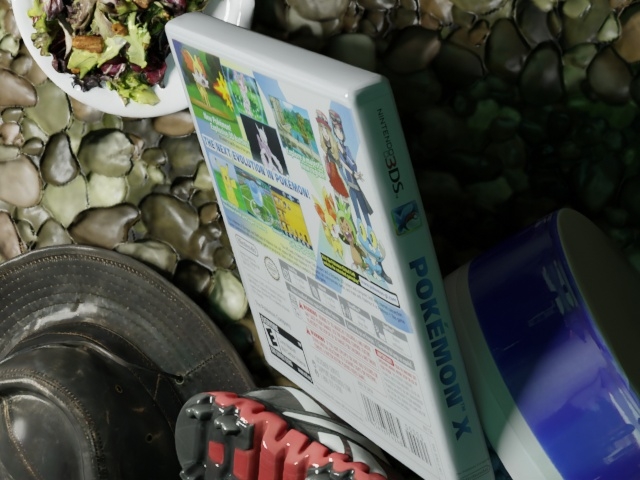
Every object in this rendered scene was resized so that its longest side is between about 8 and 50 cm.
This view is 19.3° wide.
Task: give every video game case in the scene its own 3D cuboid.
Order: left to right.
[{"bbox_3d":[0.000,0.000,1.340,0.036,0.329,0.300,-23,112,-18],"label":"video game case"}]

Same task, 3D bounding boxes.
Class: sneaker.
[{"bbox_3d":[0.020,0.185,1.444,0.276,0.135,0.097,27,119,36],"label":"sneaker"}]

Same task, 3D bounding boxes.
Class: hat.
[{"bbox_3d":[-0.197,0.177,1.538,0.331,0.134,0.331,3,107,11],"label":"hat"}]

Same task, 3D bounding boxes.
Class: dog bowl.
[{"bbox_3d":[0.201,0.111,1.353,0.104,0.265,0.265,-33,97,17],"label":"dog bowl"}]

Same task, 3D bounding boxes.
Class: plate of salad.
[{"bbox_3d":[-0.150,-0.190,1.458,0.200,0.048,0.200,4,108,11],"label":"plate of salad"}]

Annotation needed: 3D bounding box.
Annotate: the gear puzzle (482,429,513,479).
[{"bbox_3d":[0.185,0.263,1.451,0.044,0.175,0.339,-11,104,30],"label":"gear puzzle"}]
